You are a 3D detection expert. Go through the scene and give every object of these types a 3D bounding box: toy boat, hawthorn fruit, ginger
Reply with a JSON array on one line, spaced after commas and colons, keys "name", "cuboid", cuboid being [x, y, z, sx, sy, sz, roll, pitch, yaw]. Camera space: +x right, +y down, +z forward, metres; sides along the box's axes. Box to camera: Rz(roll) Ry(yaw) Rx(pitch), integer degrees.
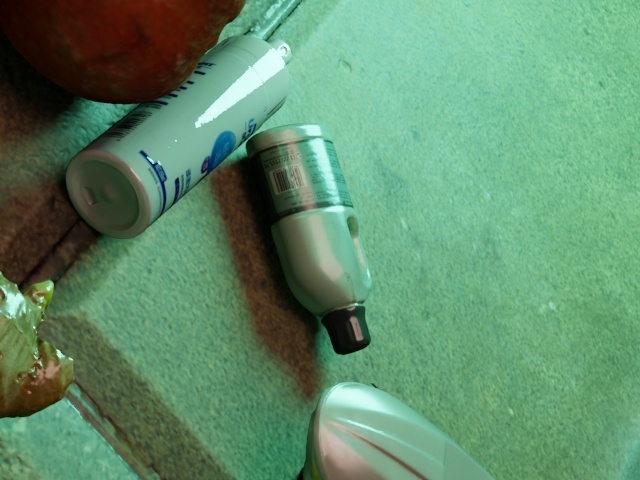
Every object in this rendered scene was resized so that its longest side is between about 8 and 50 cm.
[{"name": "toy boat", "cuboid": [0.063, 0.225, 1.593, 0.269, 0.141, 0.141, 32, 50, -30]}, {"name": "hawthorn fruit", "cuboid": [-0.201, -0.253, 1.530, 0.271, 0.242, 0.242, 29, 51, -27]}, {"name": "ginger", "cuboid": [-0.277, 0.097, 1.345, 0.216, 0.102, 0.157, -44, 106, -30]}]

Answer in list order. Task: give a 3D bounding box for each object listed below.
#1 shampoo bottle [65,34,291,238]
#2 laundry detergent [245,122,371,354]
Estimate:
[{"name": "shampoo bottle", "cuboid": [-0.113, -0.112, 1.632, 0.092, 0.092, 0.303, 54, 42, -8]}, {"name": "laundry detergent", "cuboid": [0.000, 0.000, 1.697, 0.099, 0.070, 0.226, -3, 70, -52]}]
